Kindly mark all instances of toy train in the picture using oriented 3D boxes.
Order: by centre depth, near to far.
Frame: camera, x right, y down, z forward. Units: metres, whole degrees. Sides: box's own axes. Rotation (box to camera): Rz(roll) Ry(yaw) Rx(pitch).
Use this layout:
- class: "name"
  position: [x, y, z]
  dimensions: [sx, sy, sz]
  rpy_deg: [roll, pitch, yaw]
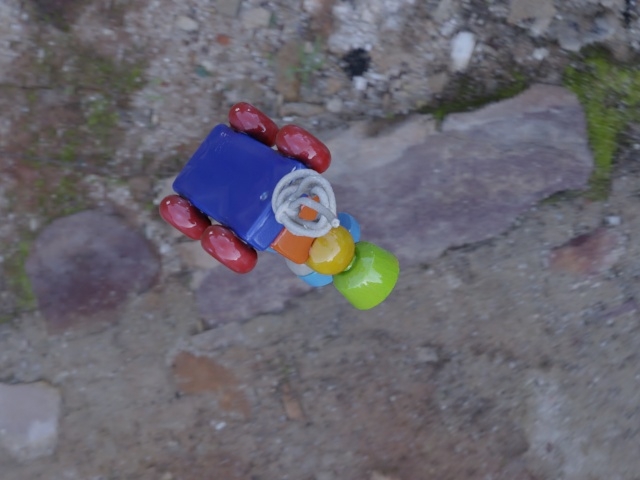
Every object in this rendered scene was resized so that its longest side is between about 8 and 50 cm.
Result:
- class: "toy train"
  position: [0.000, 0.000, 0.929]
  dimensions: [0.105, 0.143, 0.248]
  rpy_deg: [-54, 30, -3]
